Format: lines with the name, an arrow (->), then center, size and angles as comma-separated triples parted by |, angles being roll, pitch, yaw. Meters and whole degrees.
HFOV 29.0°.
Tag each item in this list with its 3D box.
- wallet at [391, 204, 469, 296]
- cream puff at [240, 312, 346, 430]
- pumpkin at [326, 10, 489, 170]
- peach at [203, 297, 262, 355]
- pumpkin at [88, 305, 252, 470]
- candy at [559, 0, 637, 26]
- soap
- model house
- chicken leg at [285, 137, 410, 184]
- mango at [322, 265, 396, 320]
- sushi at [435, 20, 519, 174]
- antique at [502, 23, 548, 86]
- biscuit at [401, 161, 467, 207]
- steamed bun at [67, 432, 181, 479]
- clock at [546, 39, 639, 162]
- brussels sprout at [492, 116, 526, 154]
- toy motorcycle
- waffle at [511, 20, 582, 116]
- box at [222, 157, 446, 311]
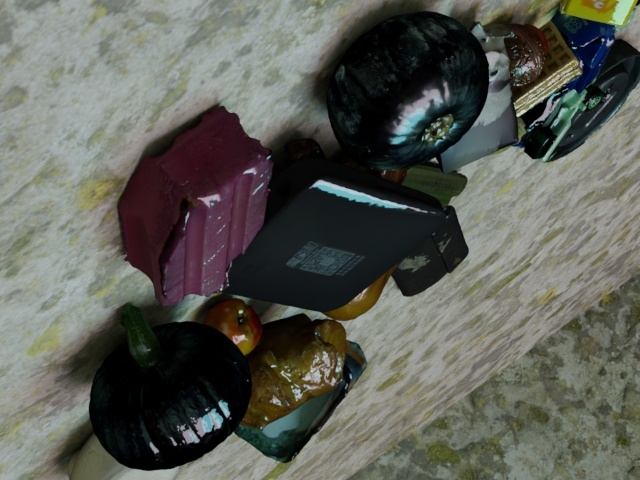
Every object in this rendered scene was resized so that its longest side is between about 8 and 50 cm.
wallet -> 0.214, 0.031, 2.449 | 0.170, 0.044, 0.321 | -36, 163, 0
cream puff -> -0.085, 0.220, 2.103 | 0.241, 0.155, 0.269 | -29, -178, -31
pumpkin -> 0.118, -0.197, 1.671 | 0.233, 0.163, 0.233 | -34, 156, -17
peach -> -0.145, 0.145, 1.997 | 0.101, 0.100, 0.100 | -35, 159, -16
pumpkin -> -0.235, 0.203, 1.819 | 0.248, 0.248, 0.248 | -35, 159, -16
candy -> 0.366, -0.417, 1.554 | 0.146, 0.088, 0.276 | 105, -5, -53
soap -> -0.161, -0.022, 1.600 | 0.182, 0.112, 0.289 | -33, 158, -21
model house -> -0.026, 0.266, 2.393 | 0.253, 0.184, 0.291 | -55, 170, 19
chicken leg -> 0.045, -0.110, 1.857 | 0.322, 0.083, 0.177 | -22, 144, -44
mango -> 0.050, 0.051, 2.089 | 0.166, 0.136, 0.236 | -69, 167, 15
sushi -> 0.211, -0.243, 1.855 | 0.134, 0.109, 0.273 | -22, 138, -10
antique -> 0.296, -0.283, 1.900 | 0.104, 0.104, 0.104 | -35, 159, -16
biscuit -> 0.169, -0.092, 2.156 | 0.099, 0.038, 0.322 | -45, 160, 19
steamed bun -> -0.334, 0.375, 2.074 | 0.177, 0.130, 0.228 | -8, 144, -39
clock -> 0.505, -0.266, 2.373 | 0.280, 0.055, 0.280 | -36, 159, -16
brussels sprout -> 0.255, -0.180, 2.038 | 0.181, 0.100, 0.139 | -22, 178, -34
toy motorcycle -> 0.413, -0.288, 2.087 | 0.196, 0.125, 0.331 | -10, 140, -52
waffle -> 0.330, -0.267, 1.962 | 0.148, 0.102, 0.042 | -34, 145, 16
box -> 0.000, 0.000, 1.813 | 0.289, 0.073, 0.290 | 14, 138, -38
